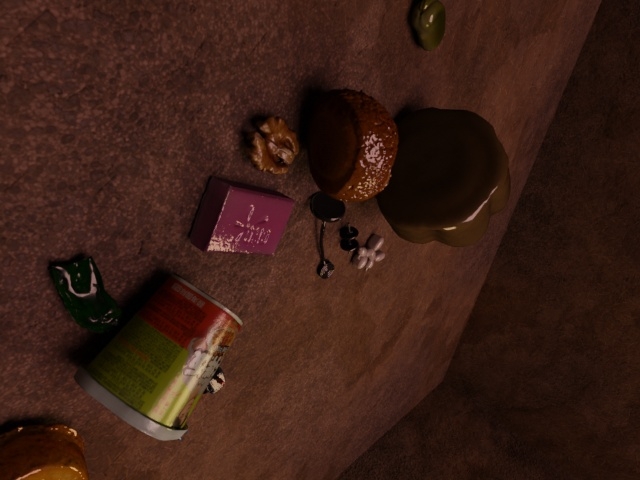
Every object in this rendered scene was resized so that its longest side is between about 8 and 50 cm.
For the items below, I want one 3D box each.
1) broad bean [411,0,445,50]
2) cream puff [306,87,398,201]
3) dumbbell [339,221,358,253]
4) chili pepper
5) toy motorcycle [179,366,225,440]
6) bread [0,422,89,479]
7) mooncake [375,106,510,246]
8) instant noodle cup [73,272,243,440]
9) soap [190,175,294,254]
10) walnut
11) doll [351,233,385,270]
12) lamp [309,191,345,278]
[{"bbox_3d":[0.336,-0.675,1.400,0.124,0.082,0.174,-60,157,3],"label":"broad bean"},{"bbox_3d":[0.093,-0.251,1.220,0.212,0.303,0.302,-14,128,-32],"label":"cream puff"},{"bbox_3d":[0.103,-0.006,1.631,0.069,0.069,0.147,-36,140,-30],"label":"dumbbell"},{"bbox_3d":[-0.497,0.120,0.967,0.098,0.061,0.224,-32,141,-23],"label":"chili pepper"},{"bbox_3d":[-0.381,0.439,1.265,0.272,0.182,0.123,-35,128,-32],"label":"toy motorcycle"},{"bbox_3d":[-0.667,0.564,0.999,0.312,0.172,0.311,-30,135,-36],"label":"bread"},{"bbox_3d":[0.397,-0.204,1.528,0.466,0.467,0.262,-55,153,-5],"label":"mooncake"},{"bbox_3d":[-0.359,0.265,1.087,0.307,0.294,0.293,-56,148,-18],"label":"instant noodle cup"},{"bbox_3d":[-0.198,-0.054,1.193,0.259,0.081,0.181,8,109,-55],"label":"soap"},{"bbox_3d":[-0.127,-0.240,1.149,0.142,0.069,0.170,-58,148,-3],"label":"walnut"},{"bbox_3d":[0.190,0.055,1.803,0.160,0.059,0.161,-43,144,-24],"label":"doll"},{"bbox_3d":[0.025,0.016,1.513,0.130,0.109,0.370,-28,137,-32],"label":"lamp"}]
